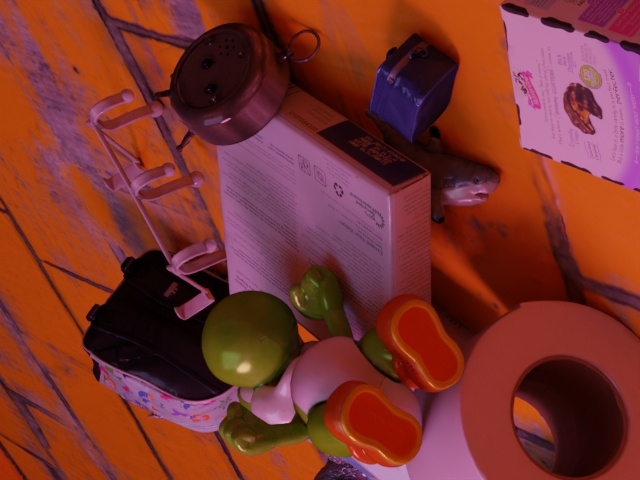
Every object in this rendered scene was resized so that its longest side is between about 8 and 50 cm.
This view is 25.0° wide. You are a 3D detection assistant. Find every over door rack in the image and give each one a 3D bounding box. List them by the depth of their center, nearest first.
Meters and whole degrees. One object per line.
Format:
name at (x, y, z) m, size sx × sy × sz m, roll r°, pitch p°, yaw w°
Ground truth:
over door rack at (-0.201, -0.049, 1.899) m, size 0.239 × 0.108 × 0.324 m, roll 61°, pitch 170°, yaw 11°

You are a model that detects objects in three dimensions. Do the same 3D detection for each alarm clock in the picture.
alarm clock at (-0.085, -0.178, 1.546) m, size 0.192 × 0.129 × 0.064 m, roll -22°, pitch 145°, yaw 20°

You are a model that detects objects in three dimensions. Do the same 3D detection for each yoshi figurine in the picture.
yoshi figurine at (-0.022, 0.129, 1.511) m, size 0.362 × 0.204 × 0.203 m, roll -10°, pitch 86°, yaw 63°

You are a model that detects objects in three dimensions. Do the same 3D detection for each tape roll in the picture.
tape roll at (0.228, 0.202, 1.520) m, size 0.246 × 0.246 × 0.169 m, roll 44°, pitch 154°, yaw 2°

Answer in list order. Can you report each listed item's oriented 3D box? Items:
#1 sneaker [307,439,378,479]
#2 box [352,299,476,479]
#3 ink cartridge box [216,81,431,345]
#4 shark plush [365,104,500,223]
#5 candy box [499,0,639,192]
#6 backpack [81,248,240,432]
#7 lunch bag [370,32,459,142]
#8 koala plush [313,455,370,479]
sneaker at (0.051, 0.228, 1.961) m, size 0.208 × 0.127 × 0.319 m, roll 29°, pitch 150°, yaw 28°
box at (0.096, 0.173, 1.722) m, size 0.181 × 0.119 × 0.182 m, roll 38°, pitch 113°, yaw 14°
ink cartridge box at (0.000, 0.000, 1.622) m, size 0.324 × 0.071 × 0.330 m, roll 37°, pitch 143°, yaw 40°
shark plush at (0.116, -0.091, 1.505) m, size 0.161 × 0.073 × 0.067 m, roll 49°, pitch 133°, yaw 27°
candy box at (0.254, -0.125, 1.195) m, size 0.196 × 0.070 × 0.164 m, roll 26°, pitch 149°, yaw 34°
backpack at (-0.190, 0.158, 2.107) m, size 0.254 × 0.225 × 0.191 m, roll 20°, pitch 150°, yaw 24°
lunch bag at (0.087, -0.153, 1.406) m, size 0.065 × 0.067 × 0.098 m, roll 37°, pitch 152°, yaw 15°
koala plush at (0.026, 0.416, 2.162) m, size 0.196 × 0.221 × 0.203 m, roll 44°, pitch 155°, yaw 1°
